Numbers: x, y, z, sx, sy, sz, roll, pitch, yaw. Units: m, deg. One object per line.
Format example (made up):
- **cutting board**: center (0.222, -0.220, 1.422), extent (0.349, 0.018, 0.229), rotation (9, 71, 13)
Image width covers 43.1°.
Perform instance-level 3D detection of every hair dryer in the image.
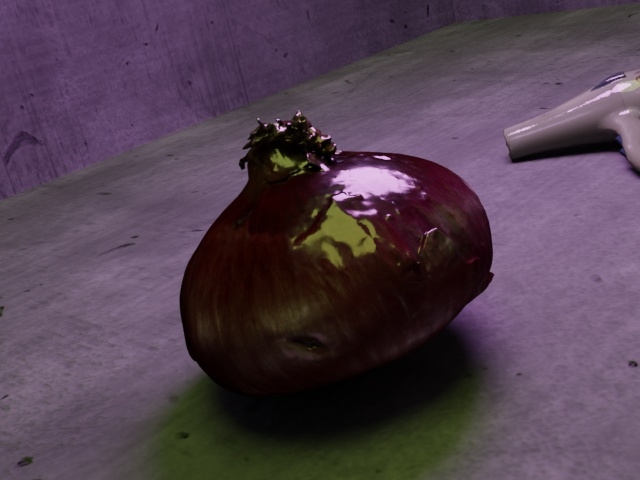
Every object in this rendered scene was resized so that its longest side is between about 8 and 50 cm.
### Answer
- **hair dryer**: center (0.426, -0.166, 1.301), extent (0.296, 0.119, 0.298), rotation (-6, 33, 36)

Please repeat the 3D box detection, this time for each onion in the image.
- **onion**: center (0.000, 0.000, 0.839), extent (0.347, 0.285, 0.347), rotation (-21, 13, 5)
